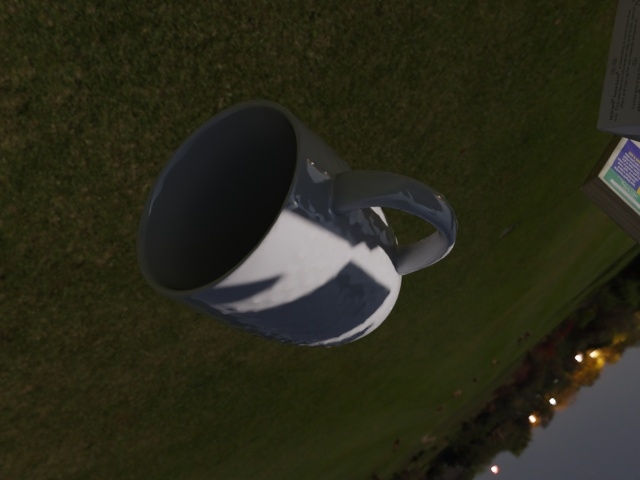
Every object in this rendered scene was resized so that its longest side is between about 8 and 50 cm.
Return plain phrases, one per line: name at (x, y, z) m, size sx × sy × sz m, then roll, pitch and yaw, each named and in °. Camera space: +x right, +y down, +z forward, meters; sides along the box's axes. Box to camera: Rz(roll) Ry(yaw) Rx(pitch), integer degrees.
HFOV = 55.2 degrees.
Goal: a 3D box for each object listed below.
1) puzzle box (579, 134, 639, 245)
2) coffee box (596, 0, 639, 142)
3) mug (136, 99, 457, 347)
puzzle box at (0.727, -0.048, 1.226) m, size 0.272 × 0.409 × 0.052 m, roll -44°, pitch 177°, yaw -35°
coffee box at (0.582, -0.268, 0.689) m, size 0.337 × 0.339 × 0.334 m, roll 8°, pitch -179°, yaw -26°
mug at (0.000, 0.000, 0.834) m, size 0.374 × 0.276 × 0.328 m, roll -14°, pitch 146°, yaw 33°
